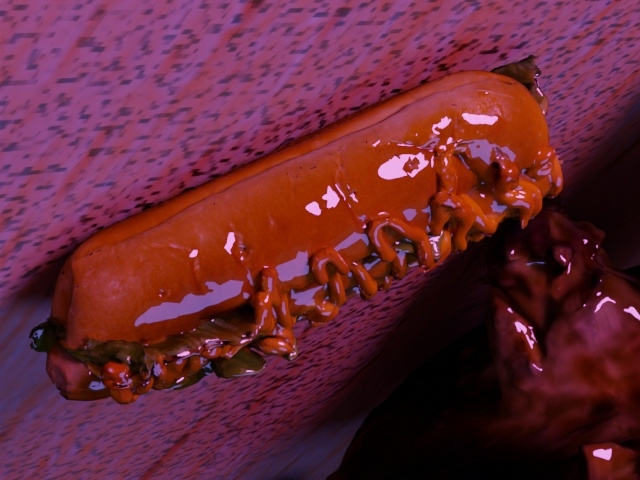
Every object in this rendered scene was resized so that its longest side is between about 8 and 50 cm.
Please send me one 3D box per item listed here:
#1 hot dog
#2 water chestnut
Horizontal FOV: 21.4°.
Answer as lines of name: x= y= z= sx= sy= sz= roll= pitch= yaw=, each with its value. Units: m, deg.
hot dog: x=0.000 y=0.000 z=0.525 sx=0.188 sy=0.055 sz=0.072 roll=-25 pitch=159 yaw=-16
water chestnut: x=0.151 y=0.116 z=0.733 sx=0.350 sy=0.302 sz=0.350 roll=-19 pitch=-165 yaw=5
